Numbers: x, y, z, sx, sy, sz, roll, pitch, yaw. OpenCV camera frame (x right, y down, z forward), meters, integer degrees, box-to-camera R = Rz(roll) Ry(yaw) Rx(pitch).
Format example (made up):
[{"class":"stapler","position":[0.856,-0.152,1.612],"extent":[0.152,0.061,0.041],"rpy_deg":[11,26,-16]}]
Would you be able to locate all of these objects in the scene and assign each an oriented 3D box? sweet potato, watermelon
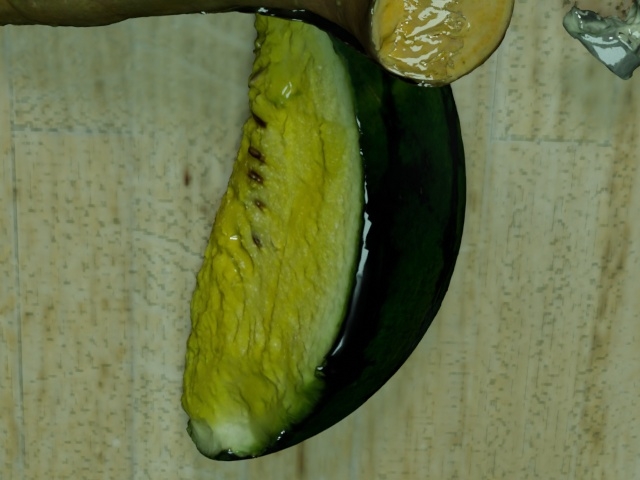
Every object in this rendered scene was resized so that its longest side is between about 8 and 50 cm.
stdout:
[{"class":"sweet potato","position":[-0.048,-0.130,0.916],"extent":[0.286,0.112,0.085],"rpy_deg":[6,153,20]},{"class":"watermelon","position":[0.000,0.000,1.029],"extent":[0.129,0.123,0.301],"rpy_deg":[27,119,23]}]

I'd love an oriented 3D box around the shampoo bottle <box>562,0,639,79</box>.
[{"class":"shampoo bottle","position":[0.209,-0.158,0.957],"extent":[0.063,0.057,0.208],"rpy_deg":[40,109,-19]}]
